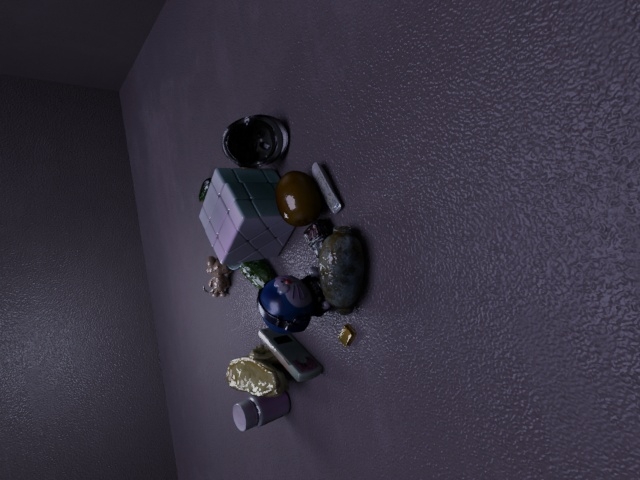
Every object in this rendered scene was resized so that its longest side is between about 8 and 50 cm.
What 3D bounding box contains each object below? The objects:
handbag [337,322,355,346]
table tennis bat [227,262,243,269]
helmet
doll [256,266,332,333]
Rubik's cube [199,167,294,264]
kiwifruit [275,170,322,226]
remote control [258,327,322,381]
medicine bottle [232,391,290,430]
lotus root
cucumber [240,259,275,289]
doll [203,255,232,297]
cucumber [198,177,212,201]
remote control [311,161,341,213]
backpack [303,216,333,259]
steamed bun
[{"bbox_3d":[0.104,0.387,1.647,0.061,0.027,0.083,48,129,34],"label":"handbag"},{"bbox_3d":[-0.476,0.066,2.252,0.124,0.033,0.202,-17,72,21],"label":"table tennis bat"},{"bbox_3d":[-0.307,-0.453,1.876,0.177,0.304,0.225,-154,52,-72],"label":"helmet"},{"bbox_3d":[-0.108,0.251,1.661,0.284,0.309,0.241,43,127,37],"label":"doll"},{"bbox_3d":[-0.330,-0.118,1.865,0.316,0.321,0.319,56,133,27],"label":"Rubik's cube"},{"bbox_3d":[-0.094,-0.178,1.683,0.196,0.195,0.234,-44,60,42],"label":"kiwifruit"},{"bbox_3d":[-0.143,0.511,1.859,0.344,0.145,0.050,36,117,42],"label":"remote control"},{"bbox_3d":[-0.287,0.820,1.978,0.151,0.254,0.152,8,100,50],"label":"medicine bottle"},{"bbox_3d":[0.080,0.123,1.536,0.174,0.174,0.351,6,102,49],"label":"lotus root"},{"bbox_3d":[-0.290,0.189,2.010,0.244,0.134,0.134,47,127,31],"label":"cucumber"},{"bbox_3d":[-0.591,0.207,2.340,0.119,0.154,0.278,-111,33,-58],"label":"doll"},{"bbox_3d":[-0.701,-0.303,2.466,0.227,0.069,0.069,-47,60,46],"label":"cucumber"},{"bbox_3d":[0.027,-0.219,1.652,0.229,0.044,0.073,61,146,13],"label":"remote control"},{"bbox_3d":[0.003,-0.001,1.656,0.120,0.105,0.165,-47,58,38],"label":"backpack"},{"bbox_3d":[-0.289,0.624,2.002,0.427,0.189,0.248,-14,80,43],"label":"steamed bun"}]
